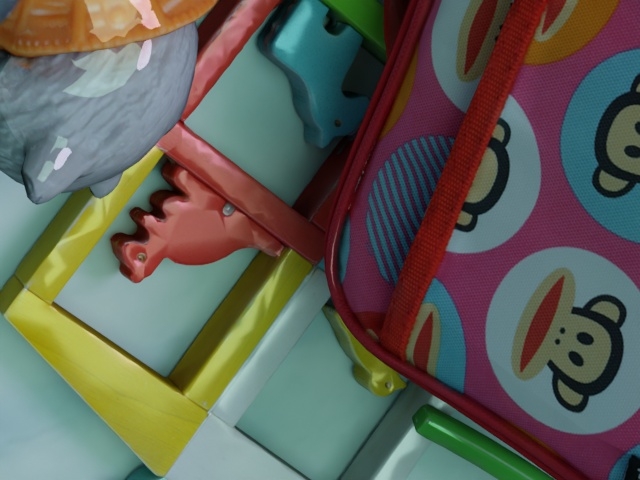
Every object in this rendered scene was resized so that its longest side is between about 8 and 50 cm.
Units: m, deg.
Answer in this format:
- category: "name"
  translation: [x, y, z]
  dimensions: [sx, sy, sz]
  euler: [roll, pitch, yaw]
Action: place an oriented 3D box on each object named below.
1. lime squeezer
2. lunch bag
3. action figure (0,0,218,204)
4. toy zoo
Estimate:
- category: "lime squeezer"
  translation: [0.141, 0.185, 0.698]
  dimensions: [0.110, 0.059, 0.310]
  euler: [-12, 116, 19]
- category: "lunch bag"
  translation: [0.128, -0.062, 0.524]
  dimensions: [0.120, 0.258, 0.293]
  euler: [-3, 119, -51]
- category: "action figure"
  translation: [-0.146, -0.159, 0.475]
  dimensions: [0.341, 0.178, 0.330]
  euler: [-23, 98, -13]
- category: "toy zoo"
  translation: [0.000, 0.000, 0.633]
  dimensions: [0.192, 0.030, 0.293]
  euler: [38, 85, -22]
